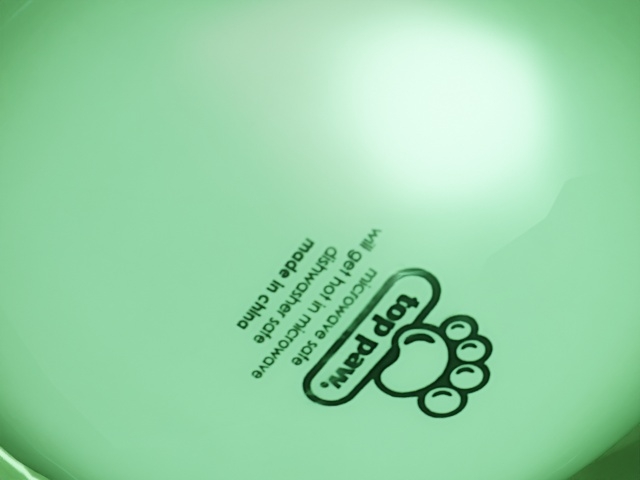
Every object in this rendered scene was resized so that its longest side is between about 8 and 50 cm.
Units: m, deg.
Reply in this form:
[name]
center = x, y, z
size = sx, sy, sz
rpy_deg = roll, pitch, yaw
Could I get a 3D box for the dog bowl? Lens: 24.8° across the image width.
[dog bowl]
center = 0.000, 0.000, 0.431
size = 0.408, 0.150, 0.408
rpy_deg = 0, 121, -1
